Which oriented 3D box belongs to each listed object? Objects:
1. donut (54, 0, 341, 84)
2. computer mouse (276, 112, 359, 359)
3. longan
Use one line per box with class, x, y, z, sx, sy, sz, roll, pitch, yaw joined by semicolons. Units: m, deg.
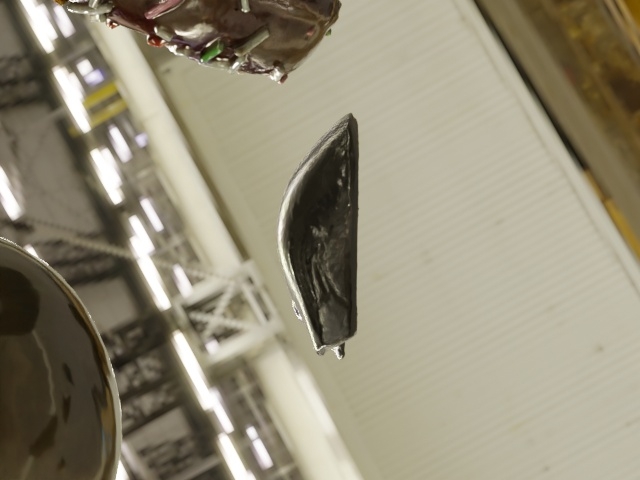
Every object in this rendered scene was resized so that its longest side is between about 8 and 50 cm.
donut;-0.112;-0.199;1.087;0.269;0.103;0.270;22;-173;-3
computer mouse;0.000;0.000;1.515;0.147;0.088;0.264;-82;-10;-76
longan;-0.298;0.139;1.111;0.319;0.319;0.319;61;-177;-6
